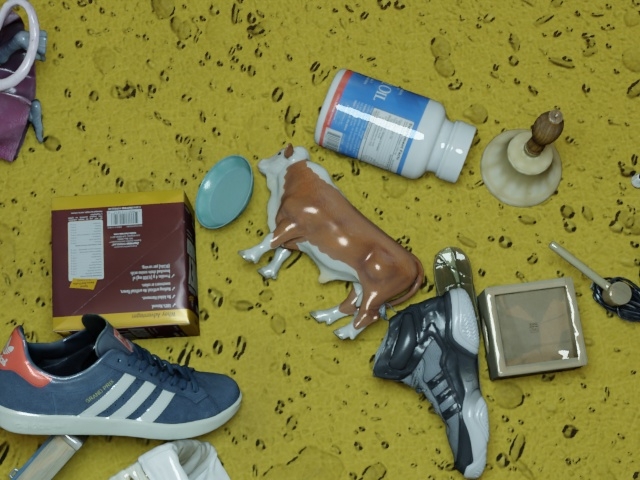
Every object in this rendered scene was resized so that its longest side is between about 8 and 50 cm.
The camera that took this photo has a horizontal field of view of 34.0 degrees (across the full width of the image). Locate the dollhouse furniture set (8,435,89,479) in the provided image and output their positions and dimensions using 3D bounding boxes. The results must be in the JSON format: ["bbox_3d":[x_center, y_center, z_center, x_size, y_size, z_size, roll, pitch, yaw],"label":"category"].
[{"bbox_3d":[-0.496,0.249,1.385,0.303,0.286,0.198,41,80,-3],"label":"dollhouse furniture set"}]

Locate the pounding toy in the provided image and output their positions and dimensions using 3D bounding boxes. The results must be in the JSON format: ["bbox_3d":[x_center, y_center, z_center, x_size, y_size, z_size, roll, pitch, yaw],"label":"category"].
[{"bbox_3d":[0.337,0.098,1.512,0.206,0.094,0.181,-7,78,-2],"label":"pounding toy"}]

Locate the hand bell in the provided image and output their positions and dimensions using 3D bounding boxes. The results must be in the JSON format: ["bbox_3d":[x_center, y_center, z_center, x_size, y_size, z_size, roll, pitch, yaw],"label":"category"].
[{"bbox_3d":[0.306,-0.137,1.491,0.126,0.242,0.126,0,78,1],"label":"hand bell"}]

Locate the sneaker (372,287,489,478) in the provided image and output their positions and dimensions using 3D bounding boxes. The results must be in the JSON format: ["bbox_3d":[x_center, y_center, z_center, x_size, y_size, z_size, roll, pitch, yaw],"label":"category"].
[{"bbox_3d":[0.152,0.206,1.477,0.153,0.101,0.268,-6,93,4],"label":"sneaker"}]

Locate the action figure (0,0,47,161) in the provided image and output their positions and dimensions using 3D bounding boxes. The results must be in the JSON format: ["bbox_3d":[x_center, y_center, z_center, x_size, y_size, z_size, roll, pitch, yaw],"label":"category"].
[{"bbox_3d":[-0.590,-0.218,1.512,0.370,0.276,0.248,4,83,-13],"label":"action figure"}]

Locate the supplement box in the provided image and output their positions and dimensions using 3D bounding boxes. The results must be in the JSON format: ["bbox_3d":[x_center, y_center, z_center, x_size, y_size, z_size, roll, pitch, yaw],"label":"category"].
[{"bbox_3d":[-0.278,0.041,1.511,0.191,0.129,0.194,-4,77,-1],"label":"supplement box"}]

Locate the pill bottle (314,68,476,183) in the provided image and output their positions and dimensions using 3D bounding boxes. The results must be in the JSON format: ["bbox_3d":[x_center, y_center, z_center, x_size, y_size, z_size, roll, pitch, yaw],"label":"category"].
[{"bbox_3d":[0.112,-0.164,1.559,0.221,0.124,0.124,20,78,4],"label":"pill bottle"}]

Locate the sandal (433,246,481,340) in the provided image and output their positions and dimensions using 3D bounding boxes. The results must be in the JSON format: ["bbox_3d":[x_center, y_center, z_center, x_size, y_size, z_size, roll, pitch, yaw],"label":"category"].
[{"bbox_3d":[0.195,0.097,1.533,0.072,0.049,0.180,-3,95,3],"label":"sandal"}]

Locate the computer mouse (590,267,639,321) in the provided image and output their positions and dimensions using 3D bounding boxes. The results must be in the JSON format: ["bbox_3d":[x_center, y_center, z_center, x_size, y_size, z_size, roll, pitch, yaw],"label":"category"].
[{"bbox_3d":[0.534,0.010,1.551,0.188,0.072,0.272,26,91,4],"label":"computer mouse"}]

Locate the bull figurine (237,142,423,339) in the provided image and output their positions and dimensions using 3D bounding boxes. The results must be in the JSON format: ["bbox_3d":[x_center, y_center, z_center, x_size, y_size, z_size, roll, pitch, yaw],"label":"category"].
[{"bbox_3d":[0.000,0.000,1.536,0.310,0.101,0.188,39,84,11],"label":"bull figurine"}]

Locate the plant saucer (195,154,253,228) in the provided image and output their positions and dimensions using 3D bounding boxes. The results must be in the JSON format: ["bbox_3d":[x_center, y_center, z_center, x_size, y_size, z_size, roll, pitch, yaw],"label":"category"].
[{"bbox_3d":[-0.138,-0.070,1.564,0.119,0.021,0.119,-21,55,34],"label":"plant saucer"}]

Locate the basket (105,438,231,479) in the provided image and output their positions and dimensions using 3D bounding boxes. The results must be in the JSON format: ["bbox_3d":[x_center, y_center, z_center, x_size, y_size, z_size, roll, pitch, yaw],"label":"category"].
[{"bbox_3d":[-0.200,0.453,1.317,0.266,0.331,0.328,-29,79,-4],"label":"basket"}]

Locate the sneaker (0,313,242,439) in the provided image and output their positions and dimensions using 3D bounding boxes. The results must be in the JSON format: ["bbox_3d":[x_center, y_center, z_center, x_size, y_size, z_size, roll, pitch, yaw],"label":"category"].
[{"bbox_3d":[-0.260,0.176,1.411,0.350,0.131,0.148,3,109,-30],"label":"sneaker"}]

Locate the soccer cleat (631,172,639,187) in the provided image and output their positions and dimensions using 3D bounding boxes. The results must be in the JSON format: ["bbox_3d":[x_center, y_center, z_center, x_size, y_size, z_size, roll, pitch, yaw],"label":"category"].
[{"bbox_3d":[0.513,-0.097,1.586,0.083,0.035,0.029,-9,77,-1],"label":"soccer cleat"}]
